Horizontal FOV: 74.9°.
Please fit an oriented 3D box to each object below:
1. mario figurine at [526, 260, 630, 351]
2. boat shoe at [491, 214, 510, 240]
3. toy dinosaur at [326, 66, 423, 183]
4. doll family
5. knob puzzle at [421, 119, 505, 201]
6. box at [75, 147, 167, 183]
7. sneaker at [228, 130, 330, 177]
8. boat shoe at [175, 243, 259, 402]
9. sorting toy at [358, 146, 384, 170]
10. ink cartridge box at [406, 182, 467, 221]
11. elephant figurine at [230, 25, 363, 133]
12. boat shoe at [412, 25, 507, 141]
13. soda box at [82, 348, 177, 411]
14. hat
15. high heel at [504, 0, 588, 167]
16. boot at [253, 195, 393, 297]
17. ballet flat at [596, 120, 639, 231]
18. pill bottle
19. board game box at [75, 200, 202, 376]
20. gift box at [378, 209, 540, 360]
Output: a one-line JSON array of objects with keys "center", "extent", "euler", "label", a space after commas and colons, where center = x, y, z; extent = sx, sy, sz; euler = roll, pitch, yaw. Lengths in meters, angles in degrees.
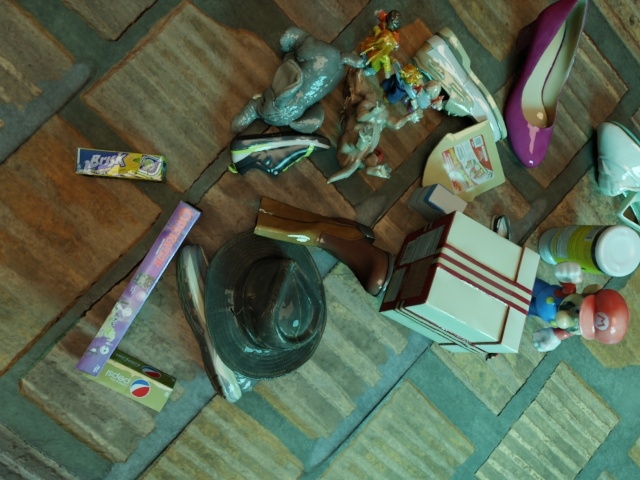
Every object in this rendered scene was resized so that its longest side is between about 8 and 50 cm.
[{"center": [0.537, 0.154, 0.965], "extent": [0.198, 0.320, 0.170], "euler": [42, 84, -10], "label": "mario figurine"}, {"center": [0.471, -0.005, 1.087], "extent": [0.046, 0.038, 0.126], "euler": [0, 93, -11], "label": "boat shoe"}, {"center": [0.083, -0.231, 0.918], "extent": [0.127, 0.200, 0.296], "euler": [32, 79, -33], "label": "toy dinosaur"}, {"center": [0.166, -0.382, 0.940], "extent": [0.118, 0.163, 0.263], "euler": [-36, 99, -8], "label": "doll family"}, {"center": [0.341, -0.181, 1.036], "extent": [0.212, 0.030, 0.213], "euler": [-1, 118, -3], "label": "knob puzzle"}, {"center": [-0.419, -0.157, 0.887], "extent": [0.168, 0.059, 0.054], "euler": [3, 90, -12], "label": "box"}, {"center": [-0.093, -0.194, 0.955], "extent": [0.234, 0.084, 0.097], "euler": [-6, 114, -8], "label": "sneaker"}, {"center": [-0.218, 0.172, 0.928], "extent": [0.130, 0.132, 0.356], "euler": [-20, 99, -32], "label": "boat shoe"}, {"center": [0.100, -0.198, 1.002], "extent": [0.101, 0.042, 0.061], "euler": [11, 55, -3], "label": "sorting toy"}, {"center": [0.275, -0.088, 1.001], "extent": [0.088, 0.122, 0.052], "euler": [33, 83, -12], "label": "ink cartridge box"}, {"center": [-0.060, -0.311, 0.901], "extent": [0.169, 0.186, 0.240], "euler": [30, 81, -18], "label": "elephant figurine"}, {"center": [0.337, -0.353, 1.015], "extent": [0.103, 0.113, 0.302], "euler": [-35, 102, 13], "label": "boat shoe"}, {"center": [-0.413, 0.298, 0.912], "extent": [0.181, 0.061, 0.058], "euler": [31, 88, -11], "label": "soda box"}, {"center": [-0.082, 0.125, 0.872], "extent": [0.330, 0.133, 0.332], "euler": [7, 77, -33], "label": "hat"}, {"center": [0.549, -0.373, 1.009], "extent": [0.127, 0.181, 0.378], "euler": [-4, 94, -11], "label": "high heel"}, {"center": [0.000, 0.000, 0.878], "extent": [0.280, 0.264, 0.096], "euler": [17, 122, -18], "label": "boot"}, {"center": [0.841, -0.134, 1.120], "extent": [0.139, 0.139, 0.400], "euler": [-46, 101, -6], "label": "ballet flat"}, {"center": [0.658, 0.019, 1.039], "extent": [0.119, 0.208, 0.119], "euler": [-1, 93, -11], "label": "pill bottle"}, {"center": [-0.348, 0.077, 0.840], "extent": [0.056, 0.208, 0.347], "euler": [32, 87, -11], "label": "board game box"}, {"center": [0.315, 0.106, 0.961], "extent": [0.258, 0.276, 0.255], "euler": [28, 74, -8], "label": "gift box"}]
